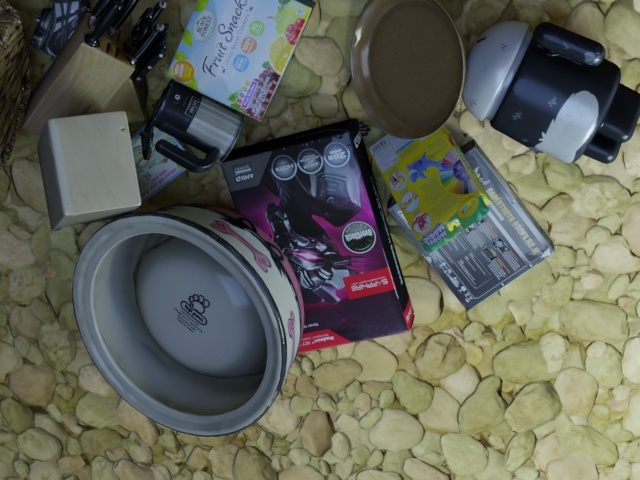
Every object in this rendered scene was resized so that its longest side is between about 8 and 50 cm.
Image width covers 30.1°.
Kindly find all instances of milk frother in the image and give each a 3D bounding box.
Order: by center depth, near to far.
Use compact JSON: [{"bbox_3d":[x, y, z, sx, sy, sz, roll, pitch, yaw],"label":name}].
[{"bbox_3d":[-0.218,-0.174,1.955,0.134,0.143,0.129,27,81,-14],"label":"milk frother"}]

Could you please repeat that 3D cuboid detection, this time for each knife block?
[{"bbox_3d":[-0.370,-0.299,1.902,0.275,0.088,0.242,-7,134,6],"label":"knife block"}]

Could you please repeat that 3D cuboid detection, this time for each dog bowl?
[{"bbox_3d":[-0.208,0.118,1.999,0.408,0.150,0.408,12,118,24],"label":"dog bowl"}]

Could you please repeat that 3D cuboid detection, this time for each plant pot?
[{"bbox_3d":[0.142,-0.277,1.871,0.236,0.032,0.236,14,109,43],"label":"plant pot"}]

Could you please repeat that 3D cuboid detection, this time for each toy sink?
[{"bbox_3d":[-0.372,-0.108,1.923,0.131,0.234,0.153,-9,86,-18],"label":"toy sink"}]

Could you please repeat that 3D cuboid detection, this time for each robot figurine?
[{"bbox_3d":[0.353,-0.230,1.844,0.278,0.173,0.209,26,108,3],"label":"robot figurine"}]

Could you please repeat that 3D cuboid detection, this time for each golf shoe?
[{"bbox_3d":[-0.400,-0.388,1.942,0.093,0.077,0.198,22,119,-11],"label":"golf shoe"}]

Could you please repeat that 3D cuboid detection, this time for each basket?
[{"bbox_3d":[-0.626,-0.283,1.951,0.299,0.213,0.223,13,143,10],"label":"basket"}]

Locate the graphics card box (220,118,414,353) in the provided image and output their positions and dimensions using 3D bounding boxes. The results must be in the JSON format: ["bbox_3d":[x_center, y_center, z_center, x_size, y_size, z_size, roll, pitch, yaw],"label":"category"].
[{"bbox_3d":[0.000,0.000,2.010,0.232,0.094,0.371,-12,107,16],"label":"graphics card box"}]

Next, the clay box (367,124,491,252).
[{"bbox_3d":[0.180,-0.094,1.913,0.127,0.053,0.222,-36,62,18],"label":"clay box"}]

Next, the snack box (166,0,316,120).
[{"bbox_3d":[-0.129,-0.325,1.926,0.174,0.070,0.207,26,110,-3],"label":"snack box"}]

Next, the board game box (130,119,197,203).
[{"bbox_3d":[-0.302,-0.132,2.040,0.154,0.026,0.103,-36,102,17],"label":"board game box"}]

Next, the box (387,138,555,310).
[{"bbox_3d":[0.251,-0.024,1.994,0.183,0.056,0.231,-37,101,16],"label":"box"}]

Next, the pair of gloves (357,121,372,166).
[{"bbox_3d":[0.050,-0.158,1.995,0.074,0.010,0.083,-1,111,12],"label":"pair of gloves"}]
